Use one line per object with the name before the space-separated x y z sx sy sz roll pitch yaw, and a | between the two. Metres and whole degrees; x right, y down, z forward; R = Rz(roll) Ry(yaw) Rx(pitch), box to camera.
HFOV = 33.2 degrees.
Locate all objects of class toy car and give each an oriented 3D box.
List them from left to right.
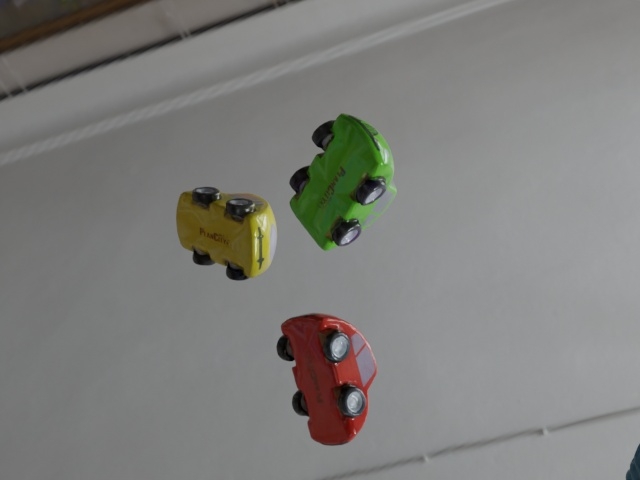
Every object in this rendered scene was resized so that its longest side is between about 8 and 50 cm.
toy car | 0.000 0.000 0.770 0.053 0.225 0.239 -17 -120 -41

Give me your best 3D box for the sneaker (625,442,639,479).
sneaker | 0.231 0.116 0.437 0.229 0.092 0.087 -10 -121 48
